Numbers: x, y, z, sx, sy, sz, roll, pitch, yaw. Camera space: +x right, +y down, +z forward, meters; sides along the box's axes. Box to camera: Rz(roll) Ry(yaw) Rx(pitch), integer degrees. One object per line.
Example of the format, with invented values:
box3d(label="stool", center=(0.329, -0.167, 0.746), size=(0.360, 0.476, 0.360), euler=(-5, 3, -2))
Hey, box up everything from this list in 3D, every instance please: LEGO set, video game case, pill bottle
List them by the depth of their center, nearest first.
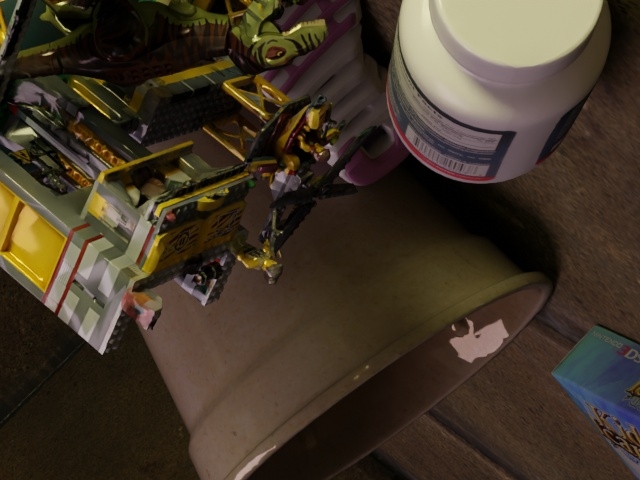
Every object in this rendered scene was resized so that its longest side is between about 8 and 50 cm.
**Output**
box3d(label="pill bottle", center=(0.092, -0.101, 0.913), size=(0.108, 0.108, 0.180), euler=(44, 170, 7))
box3d(label="LEGO set", center=(-0.051, -0.087, 0.922), size=(0.192, 0.255, 0.331), euler=(39, -155, 19))
box3d(label="video game case", center=(0.324, 0.197, 1.343), size=(0.244, 0.061, 0.269), euler=(51, 169, -26))

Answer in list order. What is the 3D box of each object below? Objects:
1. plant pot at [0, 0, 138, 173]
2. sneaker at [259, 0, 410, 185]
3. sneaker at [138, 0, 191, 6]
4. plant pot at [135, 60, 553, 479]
box3d(label="plant pot", center=(-0.197, -0.219, 1.015), size=(0.272, 0.255, 0.271), euler=(32, -156, -16))
box3d(label="sneaker", center=(-0.014, -0.139, 1.275), size=(0.104, 0.095, 0.236), euler=(47, 175, 41))
box3d(label="sneaker", center=(-0.204, -0.294, 1.443), size=(0.295, 0.109, 0.123), euler=(40, 151, 22))
box3d(label="plant pot", center=(-0.035, 0.016, 1.445), size=(0.305, 0.334, 0.334), euler=(54, 173, 14))
